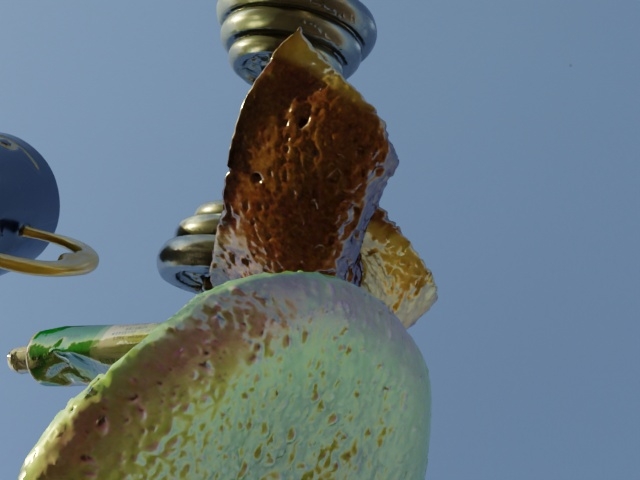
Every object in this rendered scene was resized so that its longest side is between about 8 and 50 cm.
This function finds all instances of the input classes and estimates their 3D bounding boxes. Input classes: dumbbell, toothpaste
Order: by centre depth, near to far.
[{"bbox_3d":[-0.170,0.102,1.110,0.247,0.047,0.078,-4,-65,28],"label":"toothpaste"},{"bbox_3d":[-0.052,-0.097,1.319,0.179,0.179,0.406,8,-106,10],"label":"dumbbell"}]

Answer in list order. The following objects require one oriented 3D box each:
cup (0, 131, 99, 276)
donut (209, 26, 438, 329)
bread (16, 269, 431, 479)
[{"bbox_3d":[-0.374,0.000,1.368,0.255,0.256,0.178,44,-73,6],"label":"cup"},{"bbox_3d":[0.000,0.000,0.957,0.151,0.295,0.112,-44,-126,-15],"label":"donut"},{"bbox_3d":[-0.045,0.157,0.652,0.045,0.301,0.302,25,-76,41],"label":"bread"}]
